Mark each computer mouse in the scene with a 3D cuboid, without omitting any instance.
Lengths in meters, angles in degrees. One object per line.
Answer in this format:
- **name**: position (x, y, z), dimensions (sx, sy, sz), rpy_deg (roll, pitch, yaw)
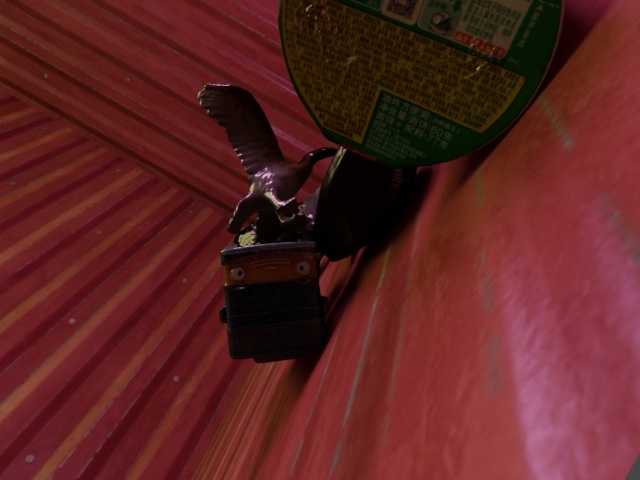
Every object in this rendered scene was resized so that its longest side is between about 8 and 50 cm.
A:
- **computer mouse**: position (0.064, -0.071, 0.580), dimensions (0.170, 0.100, 0.269), rpy_deg (-60, -5, -17)

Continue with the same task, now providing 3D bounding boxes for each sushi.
- **sushi**: position (-0.099, 0.053, 1.342), dimensions (0.208, 0.234, 0.349), rpy_deg (-49, -29, -11)

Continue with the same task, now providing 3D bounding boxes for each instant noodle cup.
- **instant noodle cup**: position (0.102, -0.203, 0.401), dimensions (0.207, 0.207, 0.233), rpy_deg (-59, -4, 40)

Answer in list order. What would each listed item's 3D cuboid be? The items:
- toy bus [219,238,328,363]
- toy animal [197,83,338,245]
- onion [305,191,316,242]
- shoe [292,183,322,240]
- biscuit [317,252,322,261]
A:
- **toy bus**: position (-0.075, 0.091, 0.677), dimensions (0.275, 0.138, 0.167), rpy_deg (126, 138, -78)
- **toy animal**: position (-0.048, -0.076, 0.635), dimensions (0.160, 0.196, 0.273), rpy_deg (-97, -3, -46)
- **onion**: position (0.017, -0.044, 1.180), dimensions (0.195, 0.139, 0.218), rpy_deg (-50, 11, 38)
- **shoe**: position (0.063, -0.089, 0.834), dimensions (0.171, 0.132, 0.336), rpy_deg (-50, 3, 23)
- **biscuit**: position (0.000, 0.000, 1.826), dimensions (0.368, 0.076, 0.394), rpy_deg (-59, 6, 45)
